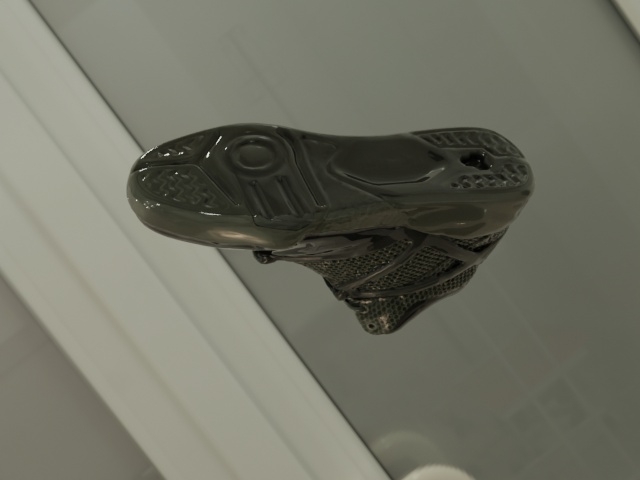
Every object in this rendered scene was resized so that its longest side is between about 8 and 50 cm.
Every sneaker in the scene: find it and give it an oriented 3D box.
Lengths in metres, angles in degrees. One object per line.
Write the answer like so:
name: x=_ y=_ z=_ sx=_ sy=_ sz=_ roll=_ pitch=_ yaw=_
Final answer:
sneaker: x=0.000 y=0.000 z=0.618 sx=0.227 sy=0.087 sz=0.130 roll=-3 pitch=-44 yaw=-22
